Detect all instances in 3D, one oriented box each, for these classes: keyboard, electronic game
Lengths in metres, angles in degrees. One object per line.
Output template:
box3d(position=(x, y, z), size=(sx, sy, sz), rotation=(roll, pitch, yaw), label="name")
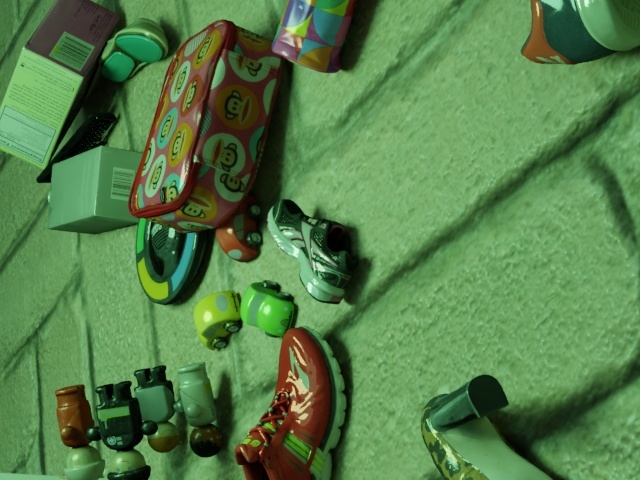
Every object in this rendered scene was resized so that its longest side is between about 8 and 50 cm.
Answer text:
box3d(position=(-0.433, -0.161, 2.281), size=(0.192, 0.100, 0.038), rotation=(-43, 75, 29), label="keyboard")
box3d(position=(-0.237, -0.013, 1.962), size=(0.229, 0.048, 0.229), rotation=(-21, 66, 56), label="electronic game")

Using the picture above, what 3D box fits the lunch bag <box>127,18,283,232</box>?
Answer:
box3d(position=(-0.174, -0.158, 1.803), size=(0.258, 0.120, 0.293), rotation=(-10, 63, 62), label="lunch bag")

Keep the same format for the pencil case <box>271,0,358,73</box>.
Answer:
box3d(position=(0.018, -0.333, 1.584), size=(0.104, 0.104, 0.236), rotation=(47, 121, 52), label="pencil case")

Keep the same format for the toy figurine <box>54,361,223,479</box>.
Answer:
box3d(position=(-0.256, 0.265, 1.778), size=(0.213, 0.209, 0.148), rotation=(-12, 89, 51), label="toy figurine")

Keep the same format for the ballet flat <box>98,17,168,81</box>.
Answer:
box3d(position=(-0.318, -0.343, 2.153), size=(0.248, 0.086, 0.086), rotation=(-11, 73, 59), label="ballet flat")

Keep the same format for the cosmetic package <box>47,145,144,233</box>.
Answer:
box3d(position=(-0.391, -0.084, 2.181), size=(0.238, 0.107, 0.127), rotation=(-7, 77, 61), label="cosmetic package")

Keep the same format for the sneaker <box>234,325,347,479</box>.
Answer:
box3d(position=(-0.046, 0.241, 1.522), size=(0.107, 0.118, 0.279), rotation=(-3, 81, 58), label="sneaker")

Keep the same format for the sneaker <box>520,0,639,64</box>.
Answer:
box3d(position=(0.226, -0.335, 1.206), size=(0.148, 0.131, 0.350), rotation=(-20, 66, 50), label="sneaker")

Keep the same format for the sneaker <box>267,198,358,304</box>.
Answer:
box3d(position=(0.000, 0.000, 1.571), size=(0.077, 0.072, 0.178), rotation=(-53, 48, 20), label="sneaker")

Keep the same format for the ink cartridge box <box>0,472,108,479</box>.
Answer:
box3d(position=(-0.432, 0.470, 1.916), size=(0.226, 0.306, 0.131), rotation=(-55, 40, 36), label="ink cartridge box")

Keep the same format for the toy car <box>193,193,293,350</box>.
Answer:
box3d(position=(-0.107, 0.069, 1.726), size=(0.225, 0.053, 0.239), rotation=(34, 112, 56), label="toy car")

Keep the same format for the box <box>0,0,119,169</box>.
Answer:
box3d(position=(-0.487, -0.295, 2.279), size=(0.243, 0.117, 0.213), rotation=(-55, 12, 40), label="box")

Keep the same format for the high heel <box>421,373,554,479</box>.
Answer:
box3d(position=(0.172, 0.270, 1.231), size=(0.186, 0.093, 0.261), rotation=(121, 135, -70), label="high heel")
